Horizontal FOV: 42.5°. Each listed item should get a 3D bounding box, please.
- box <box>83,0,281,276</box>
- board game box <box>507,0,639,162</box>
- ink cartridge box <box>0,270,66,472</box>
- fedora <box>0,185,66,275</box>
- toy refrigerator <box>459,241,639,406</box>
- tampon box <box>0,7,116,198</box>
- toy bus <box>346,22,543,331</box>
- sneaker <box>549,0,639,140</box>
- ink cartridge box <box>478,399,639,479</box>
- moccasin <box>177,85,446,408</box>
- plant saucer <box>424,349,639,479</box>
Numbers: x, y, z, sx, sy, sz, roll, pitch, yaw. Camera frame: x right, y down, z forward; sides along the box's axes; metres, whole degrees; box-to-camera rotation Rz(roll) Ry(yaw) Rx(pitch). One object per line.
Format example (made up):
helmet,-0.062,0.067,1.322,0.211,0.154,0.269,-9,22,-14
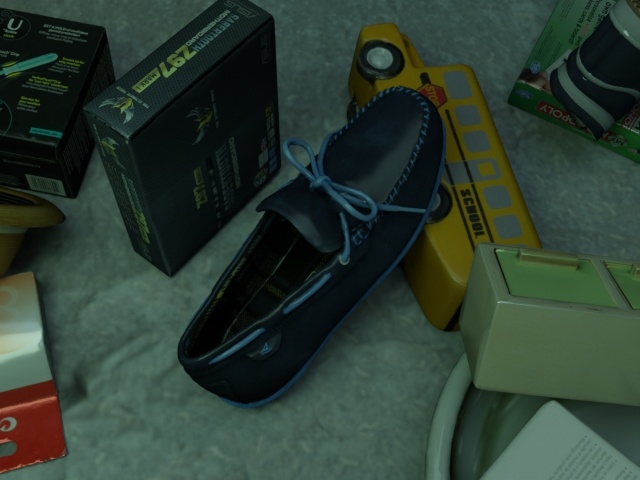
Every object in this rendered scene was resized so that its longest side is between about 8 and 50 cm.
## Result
box,-0.118,-0.093,0.790,0.059,0.232,0.183,35,64,19
board game box,0.392,-0.249,1.033,0.214,0.046,0.317,27,63,8
ink cartridge box,-0.323,0.127,0.760,0.146,0.045,0.179,-13,61,-12
fedora,-0.346,-0.013,0.790,0.194,0.194,0.079,12,97,1
toy refrigerator,0.262,0.071,0.684,0.270,0.094,0.102,7,27,-2
tampon box,-0.302,-0.146,0.875,0.121,0.101,0.161,11,60,0
toy bus,0.123,-0.077,0.876,0.130,0.108,0.332,-9,63,-10
sneaker,0.370,-0.190,0.930,0.282,0.153,0.099,-3,55,-42
ink cartridge box,0.177,0.288,0.585,0.239,0.060,0.275,39,65,22
moccasin,0.000,0.000,0.747,0.138,0.117,0.342,25,82,38
plant saucer,0.283,0.232,0.731,0.401,0.100,0.400,2,62,-5
